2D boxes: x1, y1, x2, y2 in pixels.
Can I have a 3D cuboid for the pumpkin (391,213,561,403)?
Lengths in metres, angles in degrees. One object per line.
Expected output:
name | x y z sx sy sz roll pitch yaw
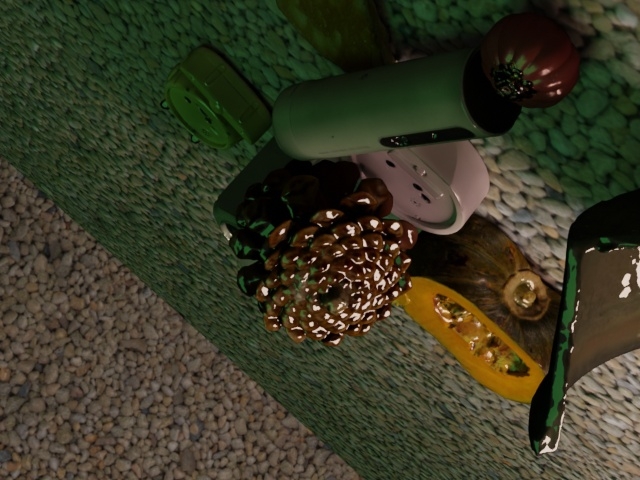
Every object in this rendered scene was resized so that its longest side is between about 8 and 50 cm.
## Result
pumpkin | 0.249 0.107 1.664 0.317 0.139 0.222 40 156 -7

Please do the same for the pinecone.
pinecone | -0.010 0.002 1.556 0.264 0.264 0.264 34 158 16

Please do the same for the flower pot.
flower pot | 0.395 0.084 1.177 0.379 0.379 0.251 13 125 50

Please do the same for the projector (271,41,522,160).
projector | 0.083 -0.162 1.373 0.338 0.108 0.108 -3 134 49

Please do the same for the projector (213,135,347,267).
projector | -0.048 -0.032 1.792 0.108 0.198 0.250 26 155 33

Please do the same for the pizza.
pizza | 0.012 -0.296 1.388 0.181 0.034 0.262 30 160 26

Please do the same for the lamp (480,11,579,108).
lamp | 0.218 -0.187 1.177 0.107 0.092 0.107 34 159 15

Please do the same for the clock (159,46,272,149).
clock | -0.183 -0.217 1.832 0.170 0.069 0.232 46 158 -15

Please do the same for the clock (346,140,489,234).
clock | 0.130 -0.099 1.537 0.197 0.068 0.197 34 158 16
